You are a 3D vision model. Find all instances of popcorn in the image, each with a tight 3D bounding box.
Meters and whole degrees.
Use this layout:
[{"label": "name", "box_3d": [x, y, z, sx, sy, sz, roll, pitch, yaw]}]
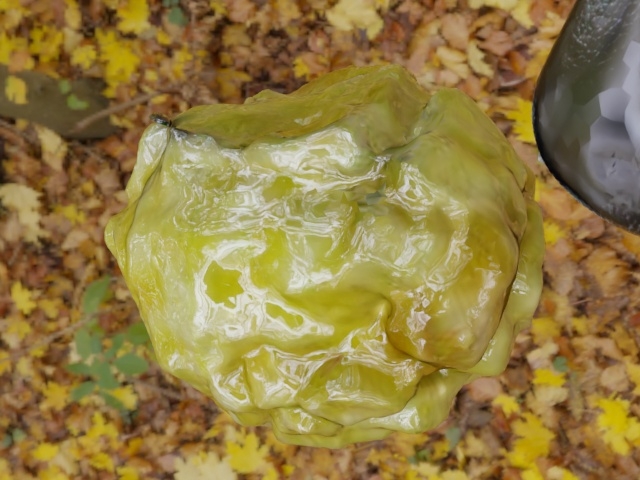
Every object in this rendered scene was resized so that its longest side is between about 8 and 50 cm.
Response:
[{"label": "popcorn", "box_3d": [0.000, 0.000, 0.581, 0.286, 0.215, 0.252, 1, 57, 24]}]

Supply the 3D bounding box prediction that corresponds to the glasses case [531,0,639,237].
[{"label": "glasses case", "box_3d": [0.194, -0.142, 0.352, 0.122, 0.075, 0.314, 30, 110, 13]}]
